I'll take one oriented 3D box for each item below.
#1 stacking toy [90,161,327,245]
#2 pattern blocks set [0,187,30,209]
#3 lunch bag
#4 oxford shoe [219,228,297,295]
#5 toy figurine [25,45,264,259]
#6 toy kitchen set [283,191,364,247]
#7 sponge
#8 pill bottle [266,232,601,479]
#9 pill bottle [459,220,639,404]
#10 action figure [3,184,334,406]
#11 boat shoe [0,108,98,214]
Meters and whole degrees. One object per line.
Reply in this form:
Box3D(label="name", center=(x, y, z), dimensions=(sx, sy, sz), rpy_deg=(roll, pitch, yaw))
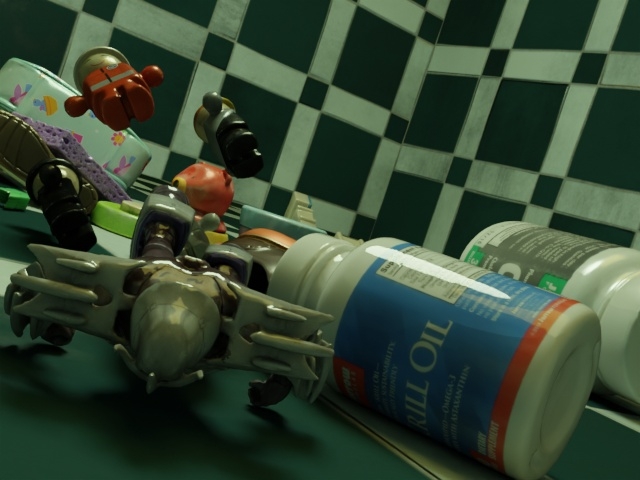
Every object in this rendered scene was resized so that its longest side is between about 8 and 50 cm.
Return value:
Box3D(label="stacking toy", center=(-0.157, -0.042, 1.182), dimensions=(0.309, 0.130, 0.279), rpy_deg=(20, 3, 33))
Box3D(label="pattern blocks set", center=(-0.505, -0.124, 0.972), dimensions=(0.325, 0.026, 0.285), rpy_deg=(29, 5, 0))
Box3D(label="lunch bag", center=(-0.425, -0.165, 1.349), dimensions=(0.279, 0.108, 0.224), rpy_deg=(36, -21, -19))
Box3D(label="oxford shoe", center=(0.000, 0.064, 0.774), dimensions=(0.271, 0.097, 0.098), rpy_deg=(15, 21, 30))
Box3D(label="toy figurine", center=(-0.188, -0.080, 0.867), dimensions=(0.209, 0.213, 0.148), rpy_deg=(16, 18, -34))
Box3D(label="toy kitchen set", center=(0.000, 0.000, 1.917), dimensions=(0.166, 0.122, 0.207), rpy_deg=(18, 23, -15))
Box3D(label="sponge", center=(-0.366, -0.104, 1.210), dimensions=(0.117, 0.031, 0.210), rpy_deg=(19, -21, 27))
Box3D(label="pill bottle", center=(0.072, 0.070, 0.582), dimensions=(0.221, 0.124, 0.124), rpy_deg=(19, 3, 34))
Box3D(label="pill bottle", center=(0.364, 0.096, 1.148), dimensions=(0.204, 0.204, 0.361), rpy_deg=(17, 2, -25))
Box3D(label="action figure", center=(-0.084, 0.040, 0.502), dimensions=(0.185, 0.099, 0.285), rpy_deg=(25, 6, -9))
Box3D(label="boat shoe", center=(-0.393, -0.097, 1.107), dimensions=(0.190, 0.068, 0.072), rpy_deg=(47, -27, -16))
